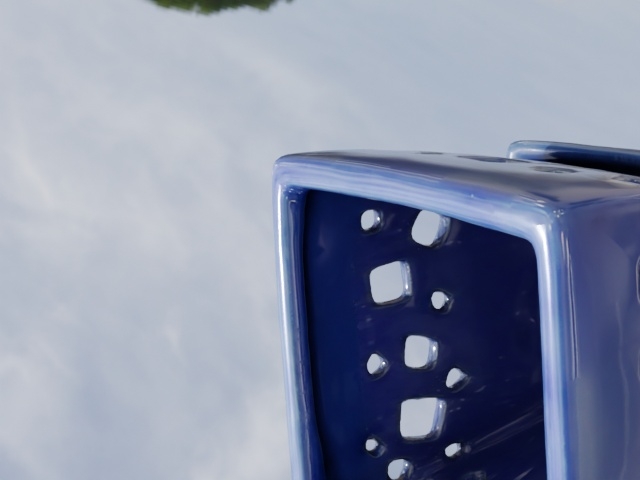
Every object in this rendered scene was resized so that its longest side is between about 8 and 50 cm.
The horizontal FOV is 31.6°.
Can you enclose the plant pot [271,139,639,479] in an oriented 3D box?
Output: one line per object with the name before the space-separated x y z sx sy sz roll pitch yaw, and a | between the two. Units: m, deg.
plant pot | 0.124 0.063 0.617 0.212 0.236 0.236 -12 -166 -33
